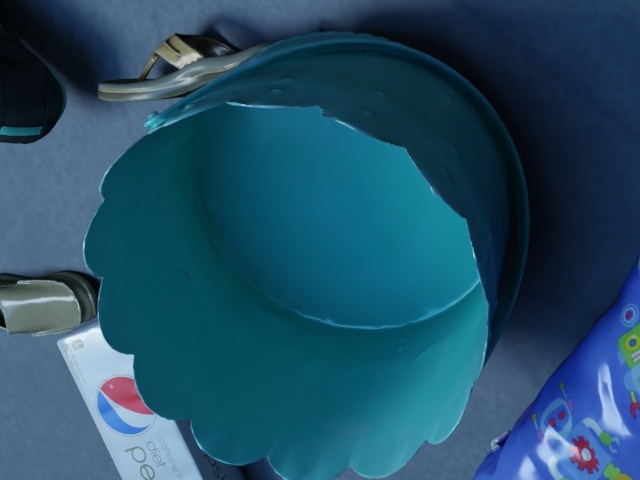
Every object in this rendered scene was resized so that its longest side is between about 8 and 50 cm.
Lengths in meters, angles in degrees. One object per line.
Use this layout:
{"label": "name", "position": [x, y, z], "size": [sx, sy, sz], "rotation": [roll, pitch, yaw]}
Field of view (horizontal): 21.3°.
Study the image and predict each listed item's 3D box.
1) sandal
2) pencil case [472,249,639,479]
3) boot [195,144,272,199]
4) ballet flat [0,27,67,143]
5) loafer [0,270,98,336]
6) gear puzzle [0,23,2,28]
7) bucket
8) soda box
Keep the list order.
{"label": "sandal", "position": [-0.090, -0.134, 1.263], "size": [0.180, 0.072, 0.049], "rotation": [-9, 90, 38]}
{"label": "pencil case", "position": [0.203, 0.115, 1.125], "size": [0.133, 0.119, 0.306], "rotation": [48, 133, 23]}
{"label": "boot", "position": [-0.047, 0.007, 1.305], "size": [0.197, 0.073, 0.152], "rotation": [-34, 97, 41]}
{"label": "ballet flat", "position": [-0.324, -0.169, 1.350], "size": [0.280, 0.096, 0.095], "rotation": [34, 124, 20]}
{"label": "loafer", "position": [-0.255, 0.060, 1.492], "size": [0.148, 0.050, 0.056], "rotation": [-3, 110, 38]}
{"label": "gear puzzle", "position": [-0.337, -0.193, 1.443], "size": [0.175, 0.044, 0.339], "rotation": [48, 129, 11]}
{"label": "bucket", "position": [0.000, 0.000, 1.136], "size": [0.281, 0.183, 0.281], "rotation": [7, 119, 13]}
{"label": "soda box", "position": [-0.134, 0.158, 1.425], "size": [0.074, 0.069, 0.216], "rotation": [-21, 99, 23]}
